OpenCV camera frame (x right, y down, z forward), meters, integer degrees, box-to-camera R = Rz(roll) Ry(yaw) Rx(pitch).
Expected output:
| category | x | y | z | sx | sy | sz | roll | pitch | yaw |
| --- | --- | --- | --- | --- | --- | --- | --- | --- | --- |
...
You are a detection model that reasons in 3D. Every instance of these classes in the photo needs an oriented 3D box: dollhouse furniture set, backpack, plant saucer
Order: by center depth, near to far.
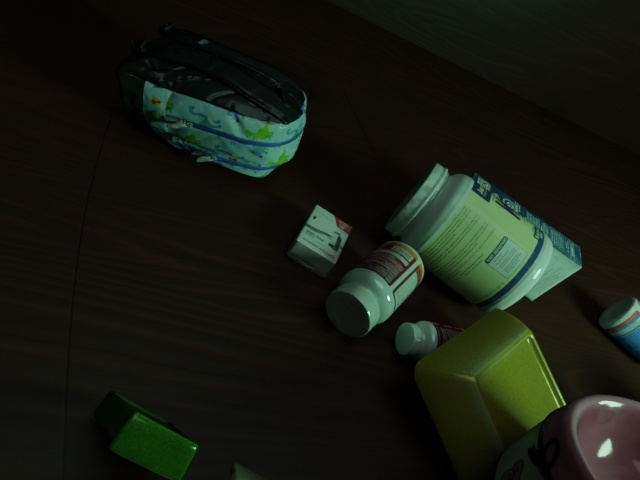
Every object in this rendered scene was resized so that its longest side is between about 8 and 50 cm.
| category | x | y | z | sx | sy | sz | roll | pitch | yaw |
| --- | --- | --- | --- | --- | --- | --- | --- | --- | --- |
| dollhouse furniture set | -0.172 | 0.350 | 0.517 | 0.302 | 0.151 | 0.197 | 40 | 61 | -20 |
| plant saucer | 0.357 | 0.319 | 0.800 | 0.333 | 0.081 | 0.332 | -17 | 80 | -40 |
| backpack | -0.205 | -0.299 | 0.962 | 0.356 | 0.273 | 0.290 | 10 | 42 | 4 |

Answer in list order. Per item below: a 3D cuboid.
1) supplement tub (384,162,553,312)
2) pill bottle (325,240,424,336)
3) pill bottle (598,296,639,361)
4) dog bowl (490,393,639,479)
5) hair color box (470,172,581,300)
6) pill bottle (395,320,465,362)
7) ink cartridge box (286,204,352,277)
| category | x | y | z | sx | sy | sz | roll | pitch | yaw |
| --- | --- | --- | --- | --- | --- | --- | --- | --- | --- |
| supplement tub | 0.342 | -0.010 | 1.036 | 0.325 | 0.235 | 0.235 | 38 | 42 | 2 |
| pill bottle | 0.113 | 0.095 | 0.881 | 0.121 | 0.121 | 0.221 | 46 | 43 | 11 |
| pill bottle | 0.931 | 0.279 | 1.237 | 0.221 | 0.124 | 0.124 | 45 | 43 | 10 |
| dog bowl | 0.440 | 0.368 | 0.537 | 0.408 | 0.150 | 0.408 | 15 | 23 | -6 |
| hair color box | 0.501 | -0.008 | 1.181 | 0.347 | 0.174 | 0.105 | 36 | 42 | 0 |
| pill bottle | 0.233 | 0.211 | 0.880 | 0.152 | 0.086 | 0.086 | 15 | 46 | -22 |
| ink cartridge box | 0.000 | 0.000 | 0.941 | 0.099 | 0.056 | 0.135 | 32 | 42 | -5 |
